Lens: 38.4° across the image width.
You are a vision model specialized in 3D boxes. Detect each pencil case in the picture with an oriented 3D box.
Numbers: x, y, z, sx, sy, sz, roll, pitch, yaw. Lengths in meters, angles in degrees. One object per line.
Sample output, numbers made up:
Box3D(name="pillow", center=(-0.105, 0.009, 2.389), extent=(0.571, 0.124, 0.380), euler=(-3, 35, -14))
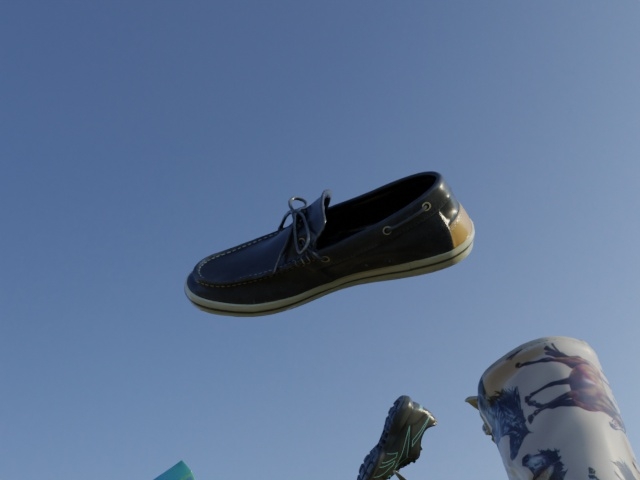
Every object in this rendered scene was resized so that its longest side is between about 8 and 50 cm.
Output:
Box3D(name="pencil case", center=(0.304, 0.326, 1.105), extent=(0.160, 0.410, 0.183), euler=(24, -50, -30))

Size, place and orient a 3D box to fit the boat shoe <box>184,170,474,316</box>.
Box3D(name="boat shoe", center=(0.000, 0.000, 1.530), extent=(0.500, 0.187, 0.156), euler=(-14, -59, 12))

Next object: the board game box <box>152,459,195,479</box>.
Box3D(name="board game box", center=(-0.348, 0.582, 1.932), extent=(0.210, 0.047, 0.160), euler=(-32, -49, -23))

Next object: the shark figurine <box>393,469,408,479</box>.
Box3D(name="shark figurine", center=(0.133, 0.528, 1.713), extent=(0.116, 0.166, 0.278), euler=(-41, 0, -25))

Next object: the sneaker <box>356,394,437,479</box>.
Box3D(name="sneaker", center=(0.169, 0.489, 2.087), extent=(0.106, 0.101, 0.267), euler=(28, -88, -7))
